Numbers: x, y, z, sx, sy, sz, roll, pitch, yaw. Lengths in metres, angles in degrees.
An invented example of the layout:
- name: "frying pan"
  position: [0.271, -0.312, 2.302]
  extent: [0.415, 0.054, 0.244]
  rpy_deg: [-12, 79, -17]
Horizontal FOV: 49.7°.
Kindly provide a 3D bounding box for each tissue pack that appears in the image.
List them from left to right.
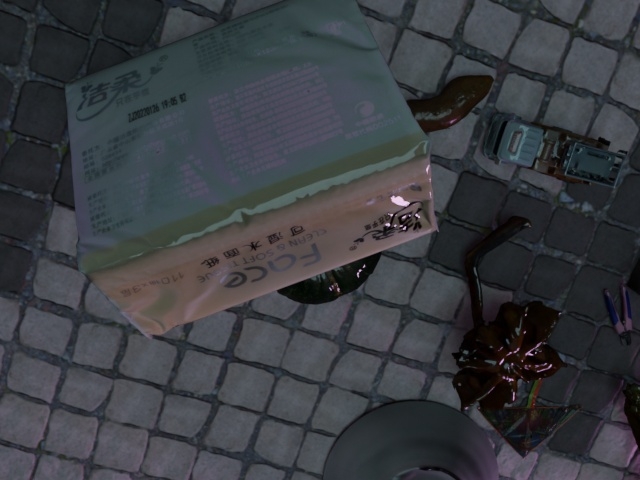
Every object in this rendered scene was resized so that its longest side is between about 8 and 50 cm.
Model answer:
- name: "tissue pack"
  position: [-0.094, -0.108, 0.883]
  extent: [0.404, 0.332, 0.205]
  rpy_deg: [-21, 145, 2]

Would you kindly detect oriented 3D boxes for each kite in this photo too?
- name: "kite"
  position: [0.364, 0.311, 1.203]
  extent: [0.189, 0.010, 0.159]
  rpy_deg: [-1, 105, -5]

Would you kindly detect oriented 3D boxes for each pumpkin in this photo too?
- name: "pumpkin"
  position: [-0.001, 0.001, 1.017]
  extent: [0.190, 0.146, 0.191]
  rpy_deg: [1, 87, -18]

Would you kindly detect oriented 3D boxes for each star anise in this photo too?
- name: "star anise"
  position: [0.293, 0.134, 1.087]
  extent: [0.237, 0.148, 0.347]
  rpy_deg: [-6, 104, -26]

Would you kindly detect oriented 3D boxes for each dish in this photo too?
- name: "dish"
  position: [0.163, 0.434, 1.170]
  extent: [0.316, 0.106, 0.317]
  rpy_deg: [-1, 106, -4]

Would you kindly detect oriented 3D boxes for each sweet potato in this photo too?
- name: "sweet potato"
  position: [0.159, -0.188, 1.024]
  extent: [0.218, 0.051, 0.065]
  rpy_deg: [-24, 65, 1]

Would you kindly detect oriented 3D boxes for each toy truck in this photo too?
- name: "toy truck"
  position: [0.342, -0.132, 1.026]
  extent: [0.177, 0.115, 0.080]
  rpy_deg: [13, 104, -7]

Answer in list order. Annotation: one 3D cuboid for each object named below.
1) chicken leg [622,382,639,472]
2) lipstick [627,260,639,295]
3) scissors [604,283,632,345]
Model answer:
- name: "chicken leg"
  position: [0.617, 0.428, 1.172]
  extent: [0.201, 0.152, 0.430]
  rpy_deg: [-19, 92, 33]
- name: "lipstick"
  position: [0.693, 0.123, 1.146]
  extent: [0.371, 0.076, 0.080]
  rpy_deg: [22, 103, -10]
- name: "scissors"
  position: [0.506, 0.129, 1.163]
  extent: [0.039, 0.012, 0.113]
  rpy_deg: [-18, 106, 0]
